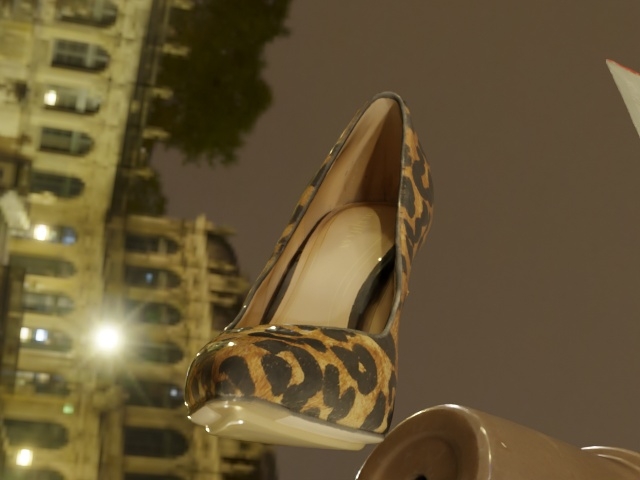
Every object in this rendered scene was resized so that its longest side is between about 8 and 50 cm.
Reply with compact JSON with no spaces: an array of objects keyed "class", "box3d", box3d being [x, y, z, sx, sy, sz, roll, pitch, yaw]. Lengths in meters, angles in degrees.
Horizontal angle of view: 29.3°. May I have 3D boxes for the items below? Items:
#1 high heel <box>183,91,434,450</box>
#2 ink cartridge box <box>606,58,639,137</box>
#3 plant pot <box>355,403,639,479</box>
[{"class":"high heel","box3d":[0.000,0.000,0.568,0.261,0.093,0.186,27,68,-76]},{"class":"ink cartridge box","box3d":[0.250,-0.009,0.524,0.232,0.189,0.066,40,-89,30]},{"class":"plant pot","box3d":[0.143,0.246,0.942,0.263,0.229,0.263,-38,-150,27]}]
